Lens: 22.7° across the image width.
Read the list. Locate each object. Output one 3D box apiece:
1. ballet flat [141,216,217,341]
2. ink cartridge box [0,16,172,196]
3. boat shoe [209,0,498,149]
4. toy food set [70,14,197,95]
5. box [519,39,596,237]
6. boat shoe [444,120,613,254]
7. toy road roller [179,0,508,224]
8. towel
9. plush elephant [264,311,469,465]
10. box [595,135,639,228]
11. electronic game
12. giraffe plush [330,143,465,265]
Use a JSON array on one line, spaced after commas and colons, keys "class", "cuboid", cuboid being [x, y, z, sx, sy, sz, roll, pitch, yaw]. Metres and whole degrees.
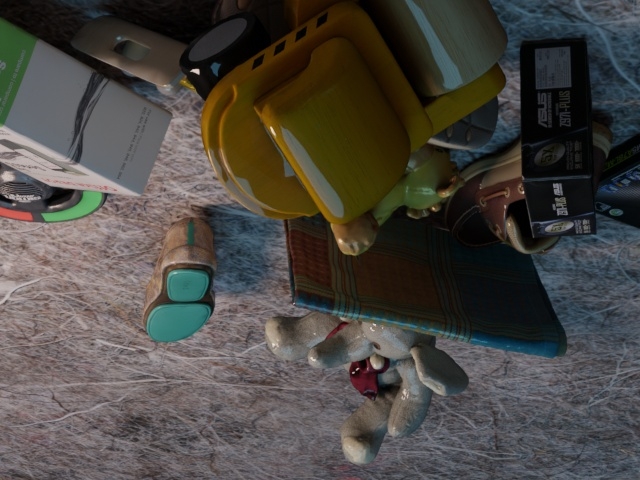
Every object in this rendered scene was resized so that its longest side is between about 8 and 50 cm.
[{"class": "ballet flat", "cuboid": [-0.201, 0.054, 2.350, 0.107, 0.106, 0.316, 3, 156, -15]}, {"class": "ink cartridge box", "cuboid": [-0.342, -0.156, 1.855, 0.198, 0.115, 0.273, 8, 165, 47]}, {"class": "boat shoe", "cuboid": [0.038, -0.200, 1.779, 0.355, 0.132, 0.130, 25, 168, -22]}, {"class": "toy food set", "cuboid": [-0.113, -0.145, 1.808, 0.306, 0.092, 0.219, 27, 180, -40]}, {"class": "box", "cuboid": [0.273, -0.116, 1.828, 0.077, 0.180, 0.147, -3, 155, 12]}, {"class": "boat shoe", "cuboid": [0.258, -0.041, 2.051, 0.123, 0.123, 0.342, 15, 155, -22]}, {"class": "toy road roller", "cuboid": [0.039, -0.150, 1.572, 0.329, 0.240, 0.202, -33, 116, 0]}, {"class": "towel", "cuboid": [0.134, 0.044, 2.130, 0.370, 0.271, 0.040, 12, 118, -12]}, {"class": "plush elephant", "cuboid": [0.085, 0.143, 2.326, 0.330, 0.272, 0.255, -30, 162, 6]}, {"class": "box", "cuboid": [0.445, -0.072, 2.053, 0.184, 0.045, 0.190, 20, 151, -26]}, {"class": "electronic game", "cuboid": [-0.403, -0.080, 2.164, 0.229, 0.048, 0.229, 3, 155, 1]}, {"class": "giraffe plush", "cuboid": [0.088, -0.074, 1.998, 0.170, 0.181, 0.210, -23, 138, 7]}]
